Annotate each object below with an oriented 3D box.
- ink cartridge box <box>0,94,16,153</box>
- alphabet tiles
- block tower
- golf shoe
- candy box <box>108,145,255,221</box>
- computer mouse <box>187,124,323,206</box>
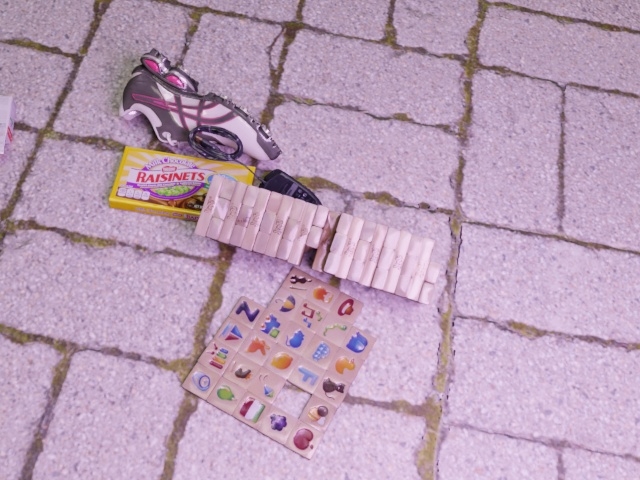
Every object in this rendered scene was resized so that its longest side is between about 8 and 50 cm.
[{"bbox_3d":[-0.513,-0.173,1.202,0.062,0.029,0.115,-2,61,-8],"label":"ink cartridge box"},{"bbox_3d":[-0.044,0.152,1.072,0.198,0.009,0.237,27,60,10],"label":"alphabet tiles"},{"bbox_3d":[0.000,0.000,1.098,0.335,0.097,0.091,17,86,0],"label":"block tower"},{"bbox_3d":[-0.188,-0.184,1.220,0.272,0.105,0.120,32,88,10],"label":"golf shoe"},{"bbox_3d":[-0.208,-0.082,1.182,0.205,0.027,0.105,9,57,-1],"label":"candy box"},{"bbox_3d":[-0.096,-0.095,1.169,0.242,0.041,0.071,38,94,-1],"label":"computer mouse"}]
